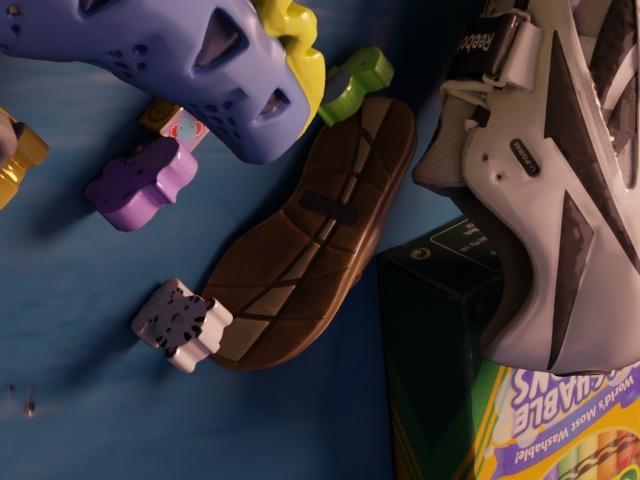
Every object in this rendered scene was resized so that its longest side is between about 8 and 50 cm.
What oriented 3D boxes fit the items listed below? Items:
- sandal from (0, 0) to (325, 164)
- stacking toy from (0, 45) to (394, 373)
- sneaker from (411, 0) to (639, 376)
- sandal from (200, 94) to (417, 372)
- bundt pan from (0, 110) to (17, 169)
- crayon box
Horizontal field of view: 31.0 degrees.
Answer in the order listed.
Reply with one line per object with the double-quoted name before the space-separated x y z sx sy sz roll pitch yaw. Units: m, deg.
"sandal" -0.133 -0.120 0.421 0.317 0.126 0.138 37 87 -26
"stacking toy" -0.061 -0.059 0.572 0.221 0.052 0.167 -52 134 -11
"sneaker" 0.119 -0.085 0.644 0.146 0.122 0.330 -8 86 -4
"sandal" 0.000 0.000 0.652 0.180 0.072 0.049 -57 157 -11
"bundt pan" -0.253 -0.038 0.281 0.331 0.124 0.331 -18 154 -9
"crayon box" 0.152 0.125 0.826 0.203 0.083 0.323 -26 125 -31
